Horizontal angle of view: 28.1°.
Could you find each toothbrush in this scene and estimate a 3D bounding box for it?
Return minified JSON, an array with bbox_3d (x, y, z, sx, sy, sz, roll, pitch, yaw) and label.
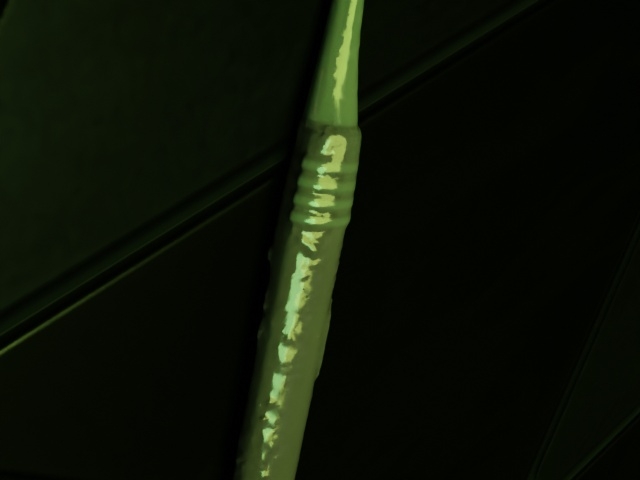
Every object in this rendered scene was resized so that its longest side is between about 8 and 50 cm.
[{"bbox_3d":[0.000,0.000,0.395,0.024,0.029,0.354,1,109,-34],"label":"toothbrush"}]
